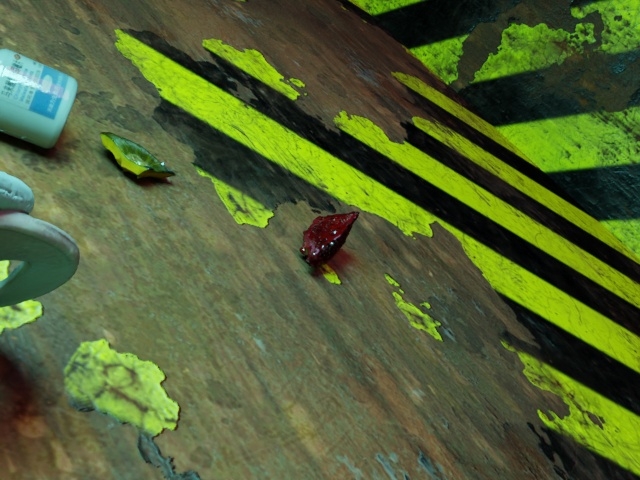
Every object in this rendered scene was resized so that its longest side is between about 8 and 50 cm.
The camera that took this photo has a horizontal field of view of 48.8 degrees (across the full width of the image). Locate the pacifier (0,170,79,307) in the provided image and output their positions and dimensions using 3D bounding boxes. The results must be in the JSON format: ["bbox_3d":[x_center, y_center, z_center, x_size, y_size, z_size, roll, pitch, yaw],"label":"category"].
[{"bbox_3d":[-0.340,0.038,0.497,0.332,0.273,0.220,7,11,-40],"label":"pacifier"}]

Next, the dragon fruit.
[{"bbox_3d":[-0.002,-0.003,1.097,0.063,0.097,0.131,35,46,7],"label":"dragon fruit"}]

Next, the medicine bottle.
[{"bbox_3d":[-0.406,-0.192,0.897,0.168,0.105,0.105,20,30,-27],"label":"medicine bottle"}]

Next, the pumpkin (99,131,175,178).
[{"bbox_3d":[-0.267,-0.115,1.013,0.101,0.035,0.073,38,15,12],"label":"pumpkin"}]
